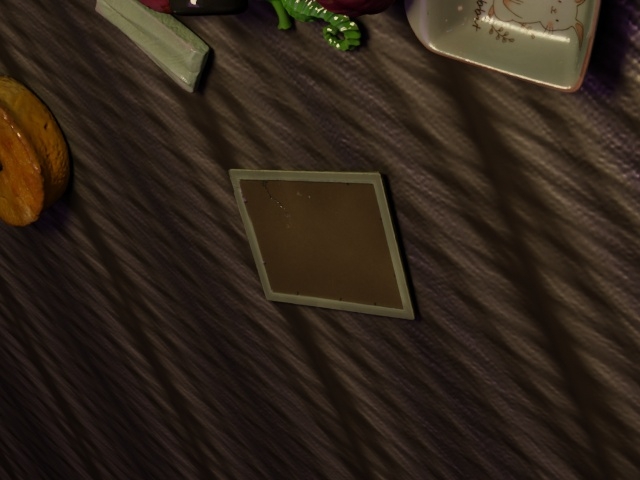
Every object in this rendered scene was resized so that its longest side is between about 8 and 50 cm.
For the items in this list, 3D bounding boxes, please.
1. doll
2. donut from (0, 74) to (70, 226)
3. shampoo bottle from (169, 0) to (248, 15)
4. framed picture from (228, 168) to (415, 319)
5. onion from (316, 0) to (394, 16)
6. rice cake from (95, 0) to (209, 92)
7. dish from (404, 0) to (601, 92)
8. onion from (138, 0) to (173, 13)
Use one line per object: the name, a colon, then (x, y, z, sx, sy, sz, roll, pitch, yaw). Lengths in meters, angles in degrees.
doll: (-0.026, -0.301, 1.208, 0.190, 0.050, 0.115, 35, 157, 19)
donut: (-0.578, -0.176, 1.745, 0.303, 0.110, 0.302, 23, 131, 29)
shampoo bottle: (-0.146, -0.424, 1.185, 0.101, 0.101, 0.283, 8, 105, 39)
framed picture: (0.000, 0.000, 1.403, 0.293, 0.018, 0.231, 5, 119, 40)
onion: (0.013, -0.354, 1.048, 0.163, 0.230, 0.230, -41, 86, 19)
rice cake: (-0.254, -0.313, 1.413, 0.222, 0.042, 0.080, 40, 140, 14)
dish: (0.196, -0.264, 1.022, 0.234, 0.064, 0.154, 23, 129, 28)
onion: (-0.219, -0.374, 1.271, 0.150, 0.140, 0.150, 9, 111, 24)
